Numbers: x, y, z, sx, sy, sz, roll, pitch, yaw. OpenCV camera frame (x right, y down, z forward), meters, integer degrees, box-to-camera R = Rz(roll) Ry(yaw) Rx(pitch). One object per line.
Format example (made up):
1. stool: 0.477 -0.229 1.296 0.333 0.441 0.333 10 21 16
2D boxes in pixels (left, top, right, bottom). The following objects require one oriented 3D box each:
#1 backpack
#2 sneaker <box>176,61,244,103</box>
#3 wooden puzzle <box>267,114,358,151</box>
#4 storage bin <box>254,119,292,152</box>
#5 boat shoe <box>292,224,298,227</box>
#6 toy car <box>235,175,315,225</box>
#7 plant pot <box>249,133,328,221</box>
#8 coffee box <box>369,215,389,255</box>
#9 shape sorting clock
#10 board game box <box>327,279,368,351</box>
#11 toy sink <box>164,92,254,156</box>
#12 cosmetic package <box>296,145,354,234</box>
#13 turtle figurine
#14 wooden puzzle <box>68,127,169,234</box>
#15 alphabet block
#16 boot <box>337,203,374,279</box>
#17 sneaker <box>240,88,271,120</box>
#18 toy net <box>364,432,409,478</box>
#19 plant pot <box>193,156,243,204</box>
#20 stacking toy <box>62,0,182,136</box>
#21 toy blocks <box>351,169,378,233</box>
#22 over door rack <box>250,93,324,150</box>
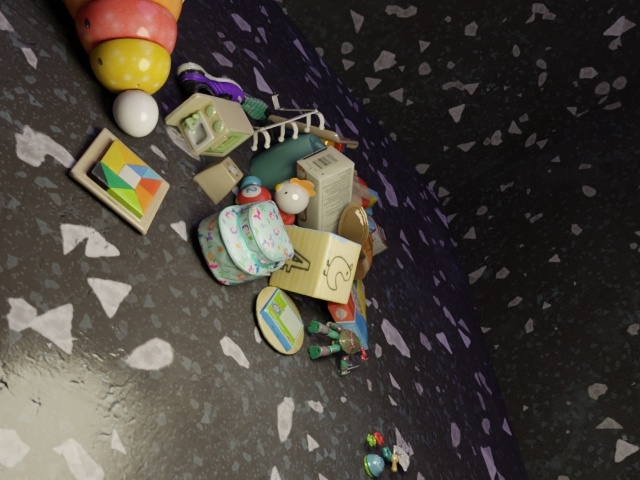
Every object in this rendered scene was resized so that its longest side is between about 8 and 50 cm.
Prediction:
1. backpack: -0.209 0.004 1.536 0.253 0.191 0.225 -17 85 -58
2. sneaker: -0.375 -0.503 1.941 0.293 0.102 0.146 8 58 -54
3. wooden puzzle: -0.030 -0.442 2.362 0.322 0.080 0.348 19 9 15
4. storage bin: -0.169 -0.378 2.194 0.180 0.084 0.122 30 36 -46
5. boat shoe: -0.049 0.025 1.938 0.228 0.081 0.068 44 31 -23
6. toy car: -0.129 -0.135 1.770 0.210 0.238 0.219 34 32 -31
7. plant pot: -0.074 -0.253 2.038 0.293 0.235 0.293 44 27 -29
8. coffee box: 0.190 -0.052 2.473 0.246 0.098 0.141 37 32 -40
9. shape sorting clock: -0.118 0.232 1.605 0.206 0.040 0.206 46 28 -33
10. board game box: 0.097 0.198 1.950 0.316 0.064 0.242 -88 158 -51
11. toy sink: -0.344 -0.354 1.740 0.131 0.153 0.234 62 23 7
12. cosmetic package: 0.013 -0.152 1.878 0.153 0.296 0.129 -29 54 -27
13. turtle figurine: 0.059 0.327 1.756 0.234 0.118 0.175 21 42 -45
14. wooden puzzle: -0.481 -0.154 1.365 0.221 0.044 0.238 44 27 -28
15. alphabet block: -0.016 0.076 1.716 0.192 0.193 0.197 20 82 -52
16. boot: 0.143 -0.023 1.961 0.220 0.109 0.283 -60 140 -63
17. sneaker: -0.286 -0.559 2.192 0.224 0.083 0.098 21 38 -53
18. toy net: 0.201 0.662 1.707 0.232 0.045 0.122 28 36 -52
19. plant pot: -0.304 -0.194 1.693 0.109 0.096 0.109 51 24 -13
20. stacking toy: -0.515 -0.515 1.495 0.351 0.351 0.479 8 69 -60
21. toy blocks: 0.125 -0.185 2.305 0.261 0.190 0.381 25 35 -22
22. over door rack: -0.167 -0.410 1.945 0.324 0.240 0.108 35 -40 47
